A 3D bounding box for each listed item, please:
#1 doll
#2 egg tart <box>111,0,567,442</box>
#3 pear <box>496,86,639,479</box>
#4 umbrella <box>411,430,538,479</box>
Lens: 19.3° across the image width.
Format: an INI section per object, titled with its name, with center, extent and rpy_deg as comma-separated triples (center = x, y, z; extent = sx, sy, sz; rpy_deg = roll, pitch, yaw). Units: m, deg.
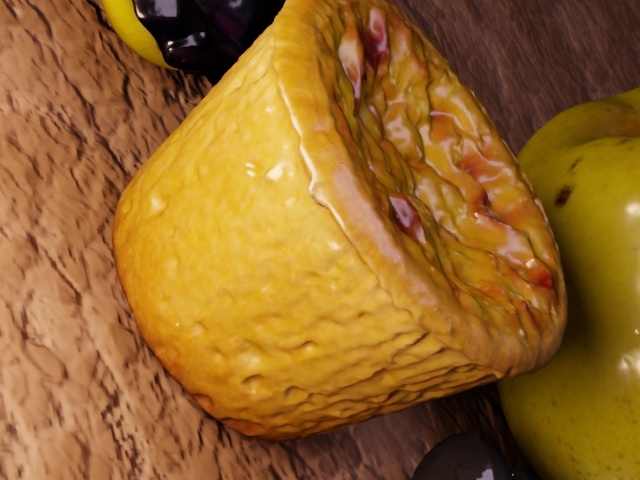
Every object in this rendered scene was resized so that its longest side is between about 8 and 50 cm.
[doll]
center = -0.049, -0.116, 0.987
extent = 0.248, 0.088, 0.127
rpy_deg = 41, 9, -47
[egg tart]
center = 0.000, 0.000, 0.857
extent = 0.202, 0.147, 0.202
rpy_deg = 42, 29, -30
[pear]
center = 0.231, 0.051, 1.066
extent = 0.294, 0.294, 0.294
rpy_deg = 40, 31, -30
[umbrella]
center = 0.185, 0.223, 0.977
extent = 0.357, 0.113, 0.106
rpy_deg = 40, 4, -21
